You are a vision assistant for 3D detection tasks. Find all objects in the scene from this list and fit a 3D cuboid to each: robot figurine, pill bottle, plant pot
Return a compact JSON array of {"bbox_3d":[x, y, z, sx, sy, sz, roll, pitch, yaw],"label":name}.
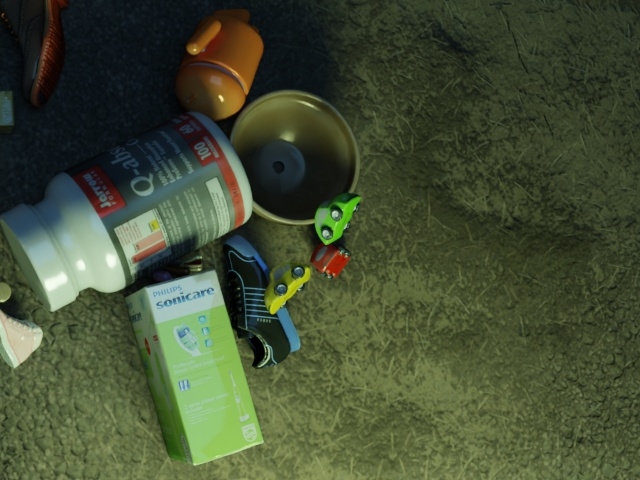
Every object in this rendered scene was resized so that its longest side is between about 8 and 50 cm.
[{"bbox_3d":[-0.175,-0.297,1.850,0.128,0.158,0.219,21,62,-10],"label":"robot figurine"},{"bbox_3d":[-0.309,-0.044,1.735,0.363,0.210,0.210,-30,93,-21],"label":"pill bottle"},{"bbox_3d":[-0.059,-0.137,1.891,0.237,0.110,0.237,3,80,-19],"label":"plant pot"}]

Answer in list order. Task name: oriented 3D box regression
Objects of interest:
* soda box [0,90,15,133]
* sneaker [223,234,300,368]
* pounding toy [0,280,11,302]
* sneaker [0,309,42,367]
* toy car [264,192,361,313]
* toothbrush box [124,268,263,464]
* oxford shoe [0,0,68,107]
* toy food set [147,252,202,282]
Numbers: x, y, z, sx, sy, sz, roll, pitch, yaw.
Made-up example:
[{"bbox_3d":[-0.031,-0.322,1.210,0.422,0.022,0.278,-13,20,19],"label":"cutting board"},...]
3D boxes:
[{"bbox_3d":[-0.587,-0.204,1.738,0.181,0.061,0.058,-3,83,-20],"label":"soda box"},{"bbox_3d":[-0.121,0.107,1.849,0.090,0.081,0.232,-29,94,-28],"label":"sneaker"},{"bbox_3d":[-0.587,0.040,1.692,0.206,0.094,0.181,36,67,-21],"label":"pounding toy"},{"bbox_3d":[-0.483,0.136,1.707,0.070,0.051,0.134,-38,139,-27],"label":"sneaker"},{"bbox_3d":[0.000,0.000,1.816,0.053,0.225,0.239,39,36,17],"label":"toy car"},{"bbox_3d":[-0.208,0.204,1.739,0.122,0.206,0.283,-14,88,-20],"label":"toothbrush box"},{"bbox_3d":[-0.479,-0.351,1.794,0.098,0.097,0.271,3,76,0],"label":"oxford shoe"},{"bbox_3d":[-0.251,0.049,1.819,0.122,0.078,0.019,-8,113,-22],"label":"toy food set"}]
